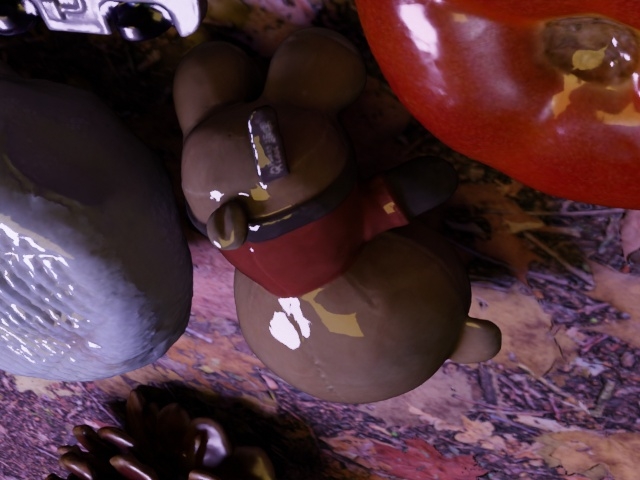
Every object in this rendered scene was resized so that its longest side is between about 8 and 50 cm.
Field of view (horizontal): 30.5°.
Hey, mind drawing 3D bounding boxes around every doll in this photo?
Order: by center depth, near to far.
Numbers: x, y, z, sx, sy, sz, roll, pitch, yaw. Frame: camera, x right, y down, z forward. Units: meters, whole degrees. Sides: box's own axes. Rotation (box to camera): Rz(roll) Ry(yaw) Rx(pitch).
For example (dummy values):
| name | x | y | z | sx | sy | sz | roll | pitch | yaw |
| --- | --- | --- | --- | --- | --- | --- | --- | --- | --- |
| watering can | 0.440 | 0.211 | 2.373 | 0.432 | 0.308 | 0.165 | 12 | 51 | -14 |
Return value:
| name | x | y | z | sx | sy | sz | roll | pitch | yaw |
| --- | --- | --- | --- | --- | --- | --- | --- | --- | --- |
| doll | 0.000 | 0.000 | 0.909 | 0.235 | 0.174 | 0.330 | -8 | 132 | 28 |

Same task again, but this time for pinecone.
| name | x | y | z | sx | sy | sz | roll | pitch | yaw |
| --- | --- | --- | --- | --- | --- | --- | --- | --- | --- |
| pinecone | -0.198 | 0.392 | 1.354 | 0.384 | 0.384 | 0.384 | 15 | 143 | 12 |

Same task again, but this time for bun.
| name | x | y | z | sx | sy | sz | roll | pitch | yaw |
| --- | --- | --- | --- | --- | --- | --- | --- | --- | --- |
| bun | -0.251 | -0.024 | 1.000 | 0.354 | 0.194 | 0.354 | 17 | 149 | 10 |

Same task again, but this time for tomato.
| name | x | y | z | sx | sy | sz | roll | pitch | yaw |
| --- | --- | --- | --- | --- | --- | --- | --- | --- | --- |
| tomato | 0.152 | -0.156 | 0.586 | 0.299 | 0.226 | 0.298 | 14 | 149 | 9 |

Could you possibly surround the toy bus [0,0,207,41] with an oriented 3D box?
| name | x | y | z | sx | sy | sz | roll | pitch | yaw |
| --- | --- | --- | --- | --- | --- | --- | --- | --- | --- |
| toy bus | -0.156 | -0.217 | 0.757 | 0.209 | 0.136 | 0.126 | 7 | 142 | 23 |
